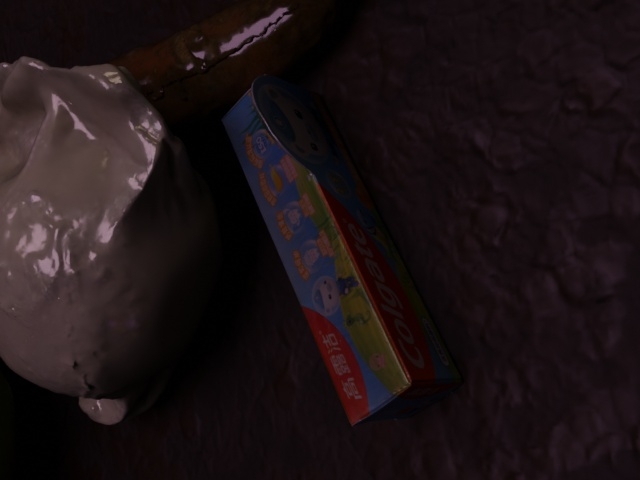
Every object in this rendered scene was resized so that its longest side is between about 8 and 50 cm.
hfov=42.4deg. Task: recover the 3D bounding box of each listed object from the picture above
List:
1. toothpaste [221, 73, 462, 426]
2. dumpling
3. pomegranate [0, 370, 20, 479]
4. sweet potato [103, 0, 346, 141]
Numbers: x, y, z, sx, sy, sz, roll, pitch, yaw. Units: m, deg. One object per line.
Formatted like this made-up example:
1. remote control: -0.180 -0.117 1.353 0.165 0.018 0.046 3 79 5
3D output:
1. toothpaste: 0.000 0.000 0.432 0.044 0.070 0.193 -40 61 29
2. dumpling: -0.154 0.003 0.513 0.193 0.147 0.258 27 129 29
3. pomegranate: -0.347 0.160 0.585 0.341 0.260 0.260 126 133 -62
4. sweet potato: -0.090 -0.101 0.527 0.273 0.075 0.075 -19 73 36
